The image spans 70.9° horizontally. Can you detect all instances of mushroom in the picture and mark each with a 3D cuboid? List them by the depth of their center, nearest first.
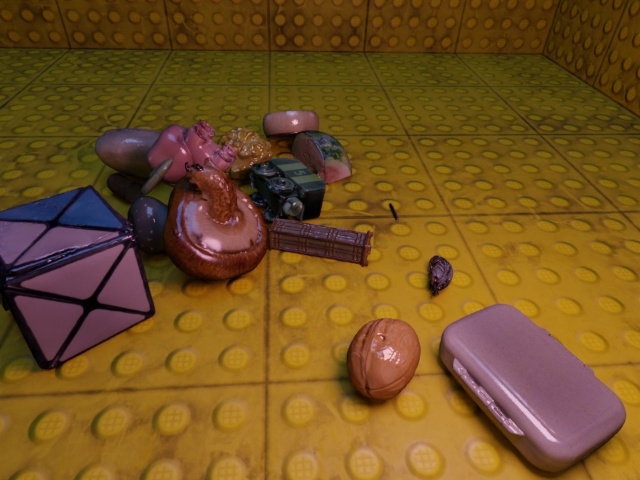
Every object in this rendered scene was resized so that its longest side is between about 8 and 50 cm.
[{"bbox_3d":[-0.298,-0.049,1.282,0.345,0.259,0.345,20,53,-28],"label":"mushroom"}]

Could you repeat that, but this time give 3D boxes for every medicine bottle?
[{"bbox_3d":[0.468,0.318,1.035,0.282,0.123,0.375,-18,42,-22],"label":"medicine bottle"}]

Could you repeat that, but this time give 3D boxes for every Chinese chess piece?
[{"bbox_3d":[-0.129,-0.506,1.974,0.250,0.103,0.250,-3,8,0],"label":"Chinese chess piece"}]

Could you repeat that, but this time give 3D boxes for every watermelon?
[{"bbox_3d":[-0.008,-0.360,1.857,0.224,0.180,0.305,30,11,-43],"label":"watermelon"}]

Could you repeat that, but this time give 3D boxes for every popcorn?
[{"bbox_3d":[-0.308,-0.333,1.763,0.235,0.217,0.181,-25,72,-39],"label":"popcorn"}]

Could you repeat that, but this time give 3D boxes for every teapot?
[{"bbox_3d":[-0.472,-0.061,1.432,0.251,0.183,0.183,-12,40,-33],"label":"teapot"}]

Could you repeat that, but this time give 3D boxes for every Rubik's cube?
[{"bbox_3d":[-0.640,0.075,1.129,0.307,0.310,0.305,-27,48,-34],"label":"Rubik's cube"}]

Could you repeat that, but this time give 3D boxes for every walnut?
[{"bbox_3d":[0.145,0.271,1.051,0.165,0.165,0.197,23,40,24],"label":"walnut"}]

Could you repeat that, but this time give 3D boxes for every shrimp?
[{"bbox_3d":[0.349,0.107,1.315,0.079,0.090,0.233,32,29,5],"label":"shrimp"}]

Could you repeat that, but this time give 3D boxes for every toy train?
[{"bbox_3d":[-0.128,-0.179,1.609,0.238,0.167,0.299,-13,41,-34],"label":"toy train"}]

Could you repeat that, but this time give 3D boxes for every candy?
[{"bbox_3d":[-0.691,-0.328,1.709,0.295,0.185,0.295,1,9,0],"label":"candy"}]

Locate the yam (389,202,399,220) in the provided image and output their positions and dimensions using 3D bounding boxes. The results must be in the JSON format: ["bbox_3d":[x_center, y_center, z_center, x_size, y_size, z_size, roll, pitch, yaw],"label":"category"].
[{"bbox_3d":[0.268,-0.106,1.642,0.014,0.014,0.107,-3,39,-7],"label":"yam"}]

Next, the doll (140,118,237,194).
[{"bbox_3d":[-0.439,-0.248,1.437,0.216,0.268,0.284,46,21,-14],"label":"doll"}]

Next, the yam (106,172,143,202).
[{"bbox_3d":[-0.720,-0.194,1.649,0.127,0.084,0.084,25,44,32],"label":"yam"}]

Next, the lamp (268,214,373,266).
[{"bbox_3d":[0.000,0.000,1.436,0.325,0.090,0.089,10,39,8],"label":"lamp"}]
